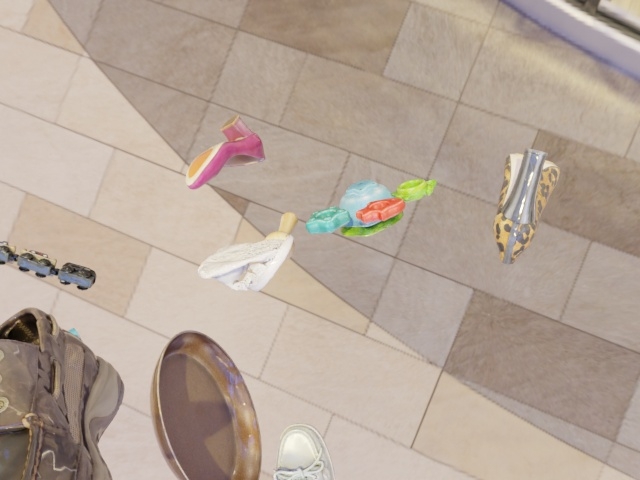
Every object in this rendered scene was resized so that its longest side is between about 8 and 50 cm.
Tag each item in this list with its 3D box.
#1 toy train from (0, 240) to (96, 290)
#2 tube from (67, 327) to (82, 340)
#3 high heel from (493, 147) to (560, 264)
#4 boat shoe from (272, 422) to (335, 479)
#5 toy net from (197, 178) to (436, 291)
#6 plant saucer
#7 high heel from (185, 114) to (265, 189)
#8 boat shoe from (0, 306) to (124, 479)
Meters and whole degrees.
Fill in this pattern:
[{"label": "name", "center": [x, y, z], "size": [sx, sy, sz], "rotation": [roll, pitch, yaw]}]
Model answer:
[{"label": "toy train", "center": [-0.354, 0.026, 0.949], "size": [0.158, 0.036, 0.027], "rotation": [17, 109, 1]}, {"label": "tube", "center": [-0.582, 0.250, 1.547], "size": [0.207, 0.080, 0.052], "rotation": [-29, 46, -24]}, {"label": "high heel", "center": [0.340, -0.052, 1.300], "size": [0.093, 0.261, 0.186], "rotation": [16, 95, 16]}, {"label": "boat shoe", "center": [-0.033, 0.509, 1.446], "size": [0.118, 0.103, 0.320], "rotation": [-1, 74, 5]}, {"label": "toy net", "center": [0.000, 0.000, 0.703], "size": [0.232, 0.122, 0.045], "rotation": [-28, 113, -31]}, {"label": "plant saucer", "center": [-0.200, 0.308, 1.312], "size": [0.050, 0.310, 0.311], "rotation": [-23, 80, 19]}, {"label": "high heel", "center": [-0.187, -0.150, 1.556], "size": [0.082, 0.244, 0.117], "rotation": [-22, 117, 30]}, {"label": "boat shoe", "center": [-0.236, 0.146, 0.552], "size": [0.132, 0.355, 0.130], "rotation": [-37, 106, -3]}]
